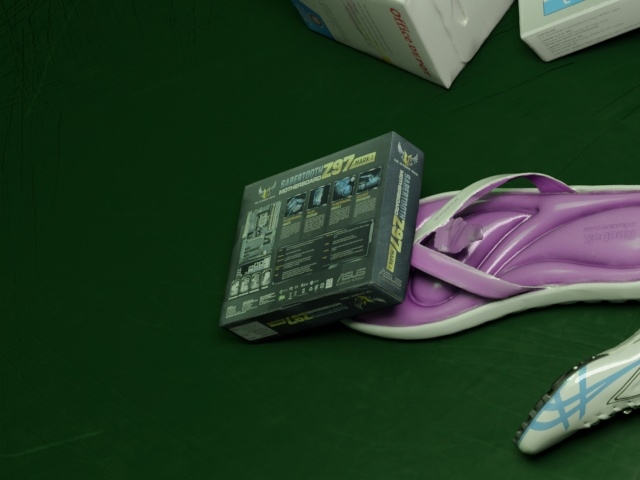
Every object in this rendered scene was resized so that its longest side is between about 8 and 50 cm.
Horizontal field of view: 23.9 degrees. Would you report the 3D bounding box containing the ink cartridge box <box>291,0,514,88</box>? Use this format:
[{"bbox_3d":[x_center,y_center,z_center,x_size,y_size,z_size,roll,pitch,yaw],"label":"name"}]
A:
[{"bbox_3d":[0.085,-0.320,1.762,0.232,0.171,0.168,29,76,34],"label":"ink cartridge box"}]

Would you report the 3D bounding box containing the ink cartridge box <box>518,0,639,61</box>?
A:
[{"bbox_3d":[0.360,-0.362,1.688,0.296,0.066,0.261,-19,54,31],"label":"ink cartridge box"}]

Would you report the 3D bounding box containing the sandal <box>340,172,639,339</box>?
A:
[{"bbox_3d":[0.190,-0.005,1.567,0.416,0.102,0.169,-10,55,20],"label":"sandal"}]

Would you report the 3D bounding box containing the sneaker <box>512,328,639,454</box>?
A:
[{"bbox_3d":[0.290,0.139,1.455,0.237,0.085,0.086,-37,79,8],"label":"sneaker"}]

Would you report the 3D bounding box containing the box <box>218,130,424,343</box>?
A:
[{"bbox_3d":[0.000,0.000,1.630,0.232,0.059,0.183,-18,53,40],"label":"box"}]
